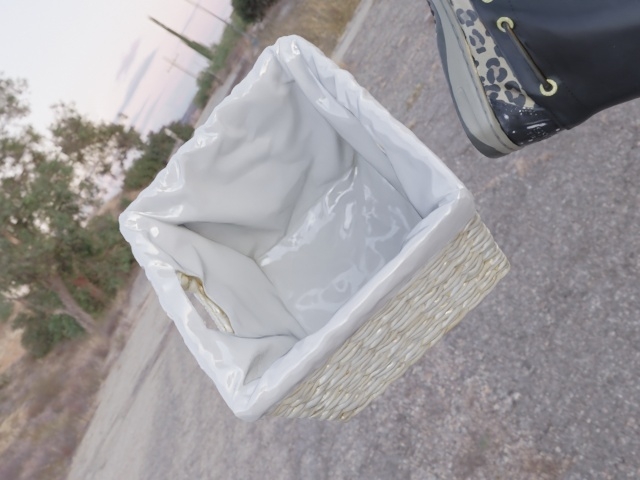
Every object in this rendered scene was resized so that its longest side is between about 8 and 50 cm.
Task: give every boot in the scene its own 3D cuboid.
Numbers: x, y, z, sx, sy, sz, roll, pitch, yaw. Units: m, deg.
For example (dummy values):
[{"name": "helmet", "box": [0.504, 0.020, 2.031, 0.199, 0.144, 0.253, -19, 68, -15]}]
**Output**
[{"name": "boot", "box": [0.144, -0.179, 0.383, 0.178, 0.236, 0.085, -11, 12, 40]}]

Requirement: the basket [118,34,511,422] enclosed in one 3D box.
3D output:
[{"name": "basket", "box": [0.000, 0.000, 0.817, 0.331, 0.266, 0.328, -46, 58, 8]}]
